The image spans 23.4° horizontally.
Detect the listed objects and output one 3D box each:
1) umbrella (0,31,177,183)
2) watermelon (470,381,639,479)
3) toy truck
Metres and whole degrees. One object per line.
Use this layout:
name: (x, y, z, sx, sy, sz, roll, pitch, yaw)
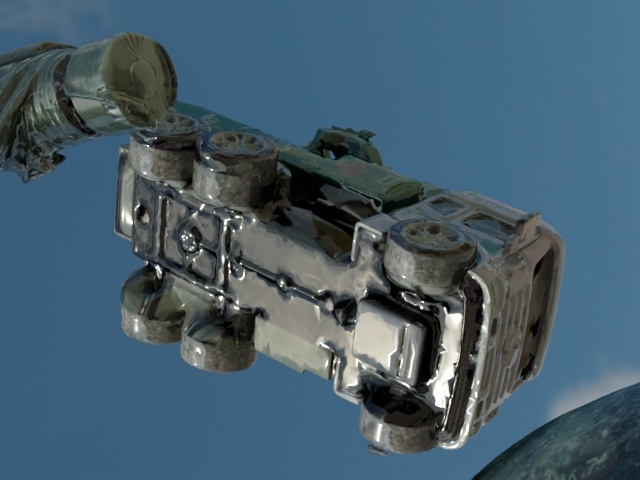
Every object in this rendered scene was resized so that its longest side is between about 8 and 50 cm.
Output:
umbrella: (-0.126, -0.036, 0.532, 0.046, 0.188, 0.050, 29, -117, -47)
watermelon: (0.131, 0.175, 0.516, 0.226, 0.318, 0.148, 58, -143, -5)
toy truck: (-0.003, 0.003, 1.092, 0.178, 0.363, 0.177, -22, -53, -44)
